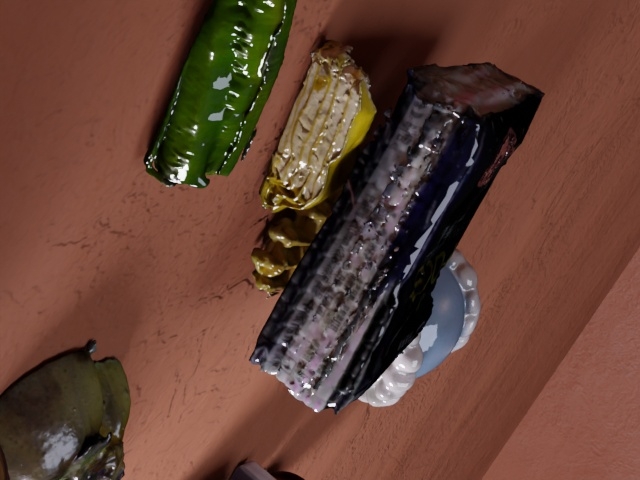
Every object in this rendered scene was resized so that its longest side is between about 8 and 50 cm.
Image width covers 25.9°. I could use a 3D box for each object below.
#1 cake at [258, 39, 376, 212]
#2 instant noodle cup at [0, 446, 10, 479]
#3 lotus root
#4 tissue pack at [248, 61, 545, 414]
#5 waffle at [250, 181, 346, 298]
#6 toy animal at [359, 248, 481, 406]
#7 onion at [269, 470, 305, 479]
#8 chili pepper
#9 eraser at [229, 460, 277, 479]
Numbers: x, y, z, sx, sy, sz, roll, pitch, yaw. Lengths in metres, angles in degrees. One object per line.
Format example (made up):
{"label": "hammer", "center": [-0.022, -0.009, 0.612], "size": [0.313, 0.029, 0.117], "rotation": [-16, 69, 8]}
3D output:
{"label": "cake", "center": [0.020, -0.097, 1.246], "size": [0.116, 0.080, 0.185], "rotation": [-21, 141, -50]}
{"label": "instant noodle cup", "center": [-0.293, 0.222, 0.929], "size": [0.235, 0.235, 0.178], "rotation": [-34, 146, -39]}
{"label": "lotus root", "center": [-0.227, 0.190, 1.218], "size": [0.183, 0.078, 0.203], "rotation": [-23, 145, -54]}
{"label": "tissue pack", "center": [0.082, -0.010, 1.321], "size": [0.332, 0.123, 0.245], "rotation": [-61, 166, 21]}
{"label": "waffle", "center": [0.000, 0.000, 1.419], "size": [0.192, 0.046, 0.160], "rotation": [-40, 157, -27]}
{"label": "toy animal", "center": [0.078, 0.095, 1.602], "size": [0.204, 0.156, 0.208], "rotation": [-37, 153, -43]}
{"label": "onion", "center": [-0.056, 0.369, 1.877], "size": [0.118, 0.118, 0.117], "rotation": [43, 53, -71]}
{"label": "chili pepper", "center": [-0.042, -0.181, 0.976], "size": [0.085, 0.076, 0.359], "rotation": [-3, 134, -32]}
{"label": "eraser", "center": [-0.096, 0.337, 1.783], "size": [0.026, 0.065, 0.105], "rotation": [-16, 140, -57]}
